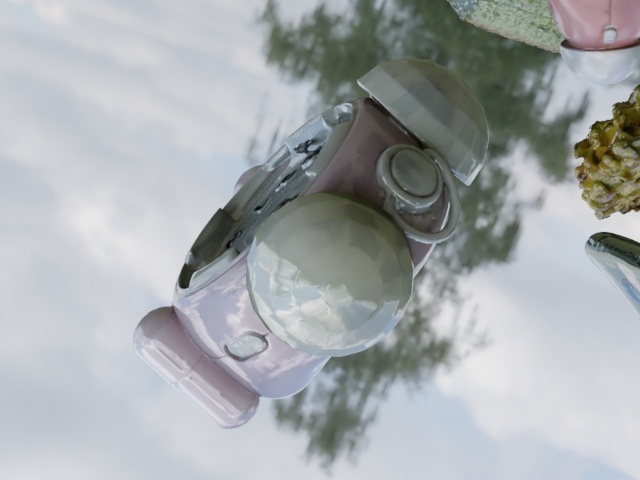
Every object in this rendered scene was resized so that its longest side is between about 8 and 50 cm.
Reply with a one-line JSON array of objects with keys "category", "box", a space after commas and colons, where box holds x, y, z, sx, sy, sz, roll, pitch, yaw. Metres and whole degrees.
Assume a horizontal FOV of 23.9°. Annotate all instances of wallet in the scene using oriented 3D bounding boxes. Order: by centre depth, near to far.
[{"category": "wallet", "box": [0.286, 0.043, 1.263, 0.110, 0.039, 0.155, 51, 178, -12]}]

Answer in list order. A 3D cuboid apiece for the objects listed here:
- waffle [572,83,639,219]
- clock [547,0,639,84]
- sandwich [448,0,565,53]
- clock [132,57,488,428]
[{"category": "waffle", "box": [0.349, -0.100, 1.564, 0.070, 0.193, 0.197, 61, 173, 24]}, {"category": "clock", "box": [0.206, -0.217, 1.176, 0.092, 0.166, 0.162, -7, 155, 9]}, {"category": "sandwich", "box": [0.142, -0.266, 1.308, 0.096, 0.094, 0.258, -39, -86, -36]}, {"category": "clock", "box": [0.000, 0.000, 1.449, 0.184, 0.326, 0.342, 35, -130, -13]}]
